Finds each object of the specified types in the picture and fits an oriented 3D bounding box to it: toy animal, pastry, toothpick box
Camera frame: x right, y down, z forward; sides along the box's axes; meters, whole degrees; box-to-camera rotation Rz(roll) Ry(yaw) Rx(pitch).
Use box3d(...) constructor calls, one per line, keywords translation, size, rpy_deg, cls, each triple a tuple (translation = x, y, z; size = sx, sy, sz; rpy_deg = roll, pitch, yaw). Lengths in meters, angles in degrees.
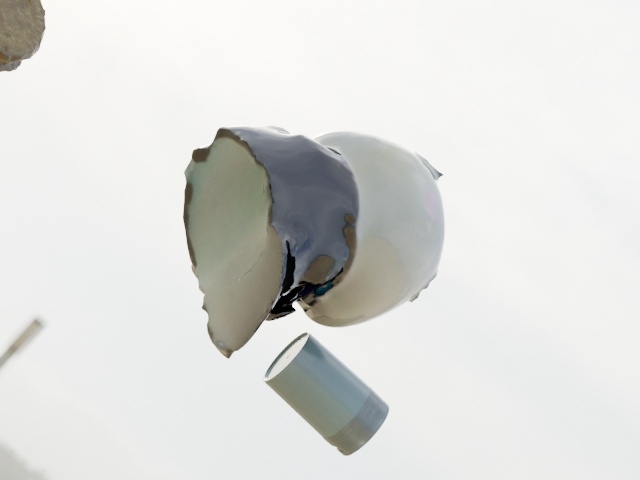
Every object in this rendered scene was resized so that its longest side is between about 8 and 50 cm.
box3d(translation=(0.000, 0.000, 1.160), size=(0.179, 0.166, 0.138), rpy_deg=(1, -6, -28), cls="toy animal")
box3d(translation=(-0.313, -0.215, 1.574), size=(0.057, 0.097, 0.109), rpy_deg=(-11, -58, 36), cls="pastry")
box3d(translation=(0.004, 0.112, 1.192), size=(0.083, 0.052, 0.052), rpy_deg=(44, -15, -10), cls="toothpick box")
